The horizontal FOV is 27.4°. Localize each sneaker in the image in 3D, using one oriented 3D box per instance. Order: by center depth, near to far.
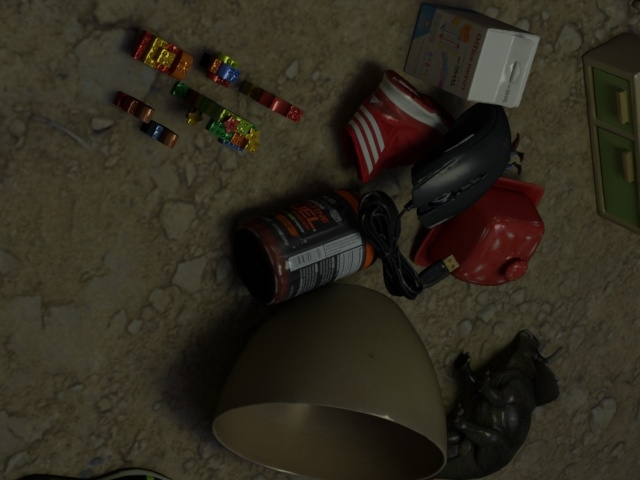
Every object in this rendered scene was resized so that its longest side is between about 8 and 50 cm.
[{"bbox_3d":[-0.260,0.332,1.563,0.234,0.097,0.084,3,110,-38],"label":"sneaker"},{"bbox_3d":[0.104,-0.119,1.647,0.128,0.087,0.221,-43,136,13],"label":"sneaker"}]

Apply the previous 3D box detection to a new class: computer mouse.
[{"bbox_3d":[0.166,-0.040,1.606,0.262,0.060,0.184,-40,131,-25],"label":"computer mouse"}]

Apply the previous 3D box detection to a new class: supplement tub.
[{"bbox_3d":[0.000,0.000,1.591,0.197,0.106,0.106,-21,123,-29],"label":"supplement tub"}]

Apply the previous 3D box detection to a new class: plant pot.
[{"bbox_3d":[0.021,0.165,1.611,0.284,0.284,0.191,36,52,-42],"label":"plant pot"}]

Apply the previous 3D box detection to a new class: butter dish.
[{"bbox_3d":[0.232,0.006,1.743,0.159,0.118,0.160,9,124,-39],"label":"butter dish"}]

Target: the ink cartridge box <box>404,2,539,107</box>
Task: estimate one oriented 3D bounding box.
[{"bbox_3d":[0.188,-0.224,1.595,0.089,0.143,0.092,1,111,-37],"label":"ink cartridge box"}]

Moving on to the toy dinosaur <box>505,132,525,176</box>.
[{"bbox_3d":[0.231,-0.102,1.769,0.082,0.090,0.047,3,134,-4],"label":"toy dinosaur"}]

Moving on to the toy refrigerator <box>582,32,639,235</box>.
[{"bbox_3d":[0.443,-0.144,1.855,0.094,0.102,0.270,-29,127,-23],"label":"toy refrigerator"}]

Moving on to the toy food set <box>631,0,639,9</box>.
[{"bbox_3d":[0.416,-0.351,1.726,0.232,0.111,0.105,14,104,-38],"label":"toy food set"}]

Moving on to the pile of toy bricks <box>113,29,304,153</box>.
[{"bbox_3d":[-0.113,-0.141,1.434,0.212,0.105,0.118,23,97,-41],"label":"pile of toy bricks"}]

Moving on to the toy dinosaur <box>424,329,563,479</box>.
[{"bbox_3d":[0.244,0.264,1.881,0.160,0.121,0.314,31,82,-24],"label":"toy dinosaur"}]
